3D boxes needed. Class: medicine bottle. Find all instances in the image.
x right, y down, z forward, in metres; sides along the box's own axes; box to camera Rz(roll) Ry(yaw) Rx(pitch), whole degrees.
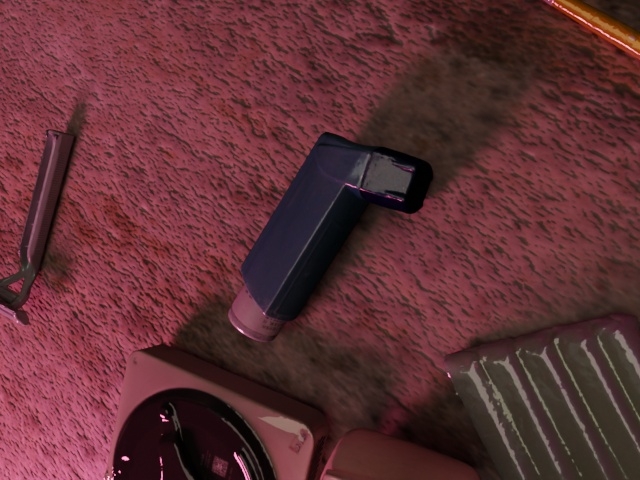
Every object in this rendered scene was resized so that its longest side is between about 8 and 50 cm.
[{"bbox_3d":[0.000,0.000,0.539,0.124,0.079,0.258,39,104,19],"label":"medicine bottle"}]

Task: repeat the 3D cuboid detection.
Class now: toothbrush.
[{"bbox_3d":[0.240,-0.213,0.475,0.288,0.024,0.021,41,107,17],"label":"toothbrush"}]

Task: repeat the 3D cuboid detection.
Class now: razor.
[{"bbox_3d":[-0.417,-0.026,0.743,0.111,0.056,0.278,21,89,21],"label":"razor"}]

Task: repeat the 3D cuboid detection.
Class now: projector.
[{"bbox_3d":[-0.140,0.283,0.590,0.259,0.079,0.257,15,97,22],"label":"projector"}]

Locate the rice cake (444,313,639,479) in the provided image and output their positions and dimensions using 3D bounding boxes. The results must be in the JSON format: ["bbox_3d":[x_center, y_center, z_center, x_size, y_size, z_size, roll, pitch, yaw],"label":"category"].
[{"bbox_3d":[0.233,0.176,0.455,0.189,0.037,0.198,-21,80,22],"label":"rice cake"}]

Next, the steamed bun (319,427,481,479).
[{"bbox_3d":[0.058,0.296,0.458,0.146,0.164,0.242,15,93,22],"label":"steamed bun"}]
